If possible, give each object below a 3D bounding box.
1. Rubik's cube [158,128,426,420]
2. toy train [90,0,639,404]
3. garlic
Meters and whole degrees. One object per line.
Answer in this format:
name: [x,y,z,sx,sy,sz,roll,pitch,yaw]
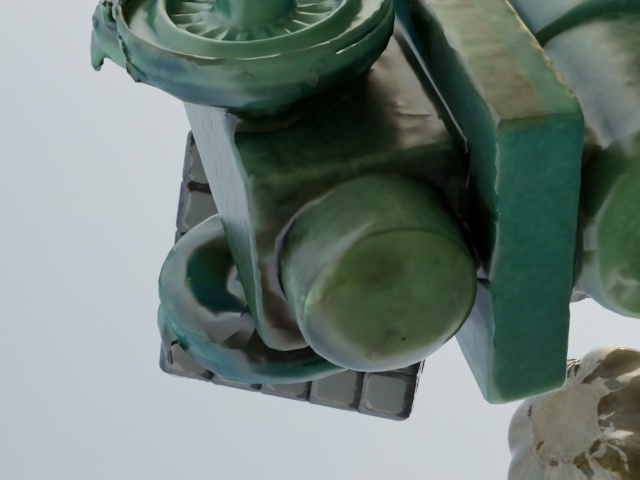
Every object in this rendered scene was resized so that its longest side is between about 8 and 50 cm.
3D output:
Rubik's cube: [0.000,0.000,1.363,0.237,0.237,0.238,-62,-20,-69]
toy train: [0.025,-0.076,0.457,0.298,0.194,0.120,-111,14,-50]
garlic: [0.298,0.225,1.553,0.152,0.228,0.228,26,-116,-31]
